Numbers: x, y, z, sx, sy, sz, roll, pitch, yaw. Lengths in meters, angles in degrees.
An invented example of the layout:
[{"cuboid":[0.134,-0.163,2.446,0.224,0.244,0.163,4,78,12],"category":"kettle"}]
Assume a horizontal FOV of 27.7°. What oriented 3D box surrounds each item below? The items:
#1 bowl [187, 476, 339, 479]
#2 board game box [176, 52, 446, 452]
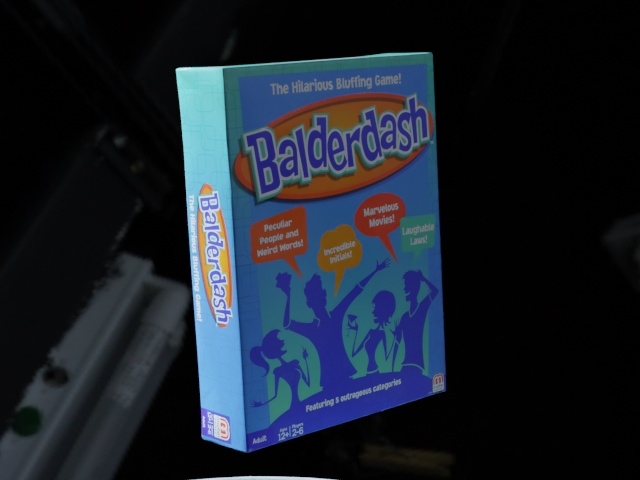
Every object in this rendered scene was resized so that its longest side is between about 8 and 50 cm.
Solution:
[{"cuboid":[-0.047,0.262,0.787,0.311,0.311,0.163,-10,-81,-54],"category":"bowl"},{"cuboid":[0.000,0.000,0.752,0.160,0.047,0.210,-12,-78,-40],"category":"board game box"}]
